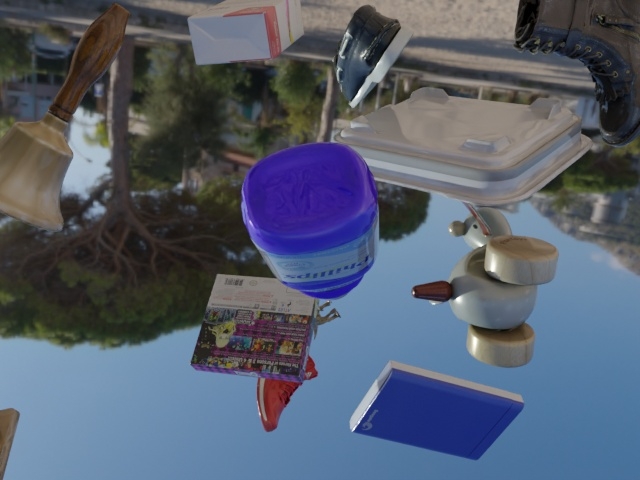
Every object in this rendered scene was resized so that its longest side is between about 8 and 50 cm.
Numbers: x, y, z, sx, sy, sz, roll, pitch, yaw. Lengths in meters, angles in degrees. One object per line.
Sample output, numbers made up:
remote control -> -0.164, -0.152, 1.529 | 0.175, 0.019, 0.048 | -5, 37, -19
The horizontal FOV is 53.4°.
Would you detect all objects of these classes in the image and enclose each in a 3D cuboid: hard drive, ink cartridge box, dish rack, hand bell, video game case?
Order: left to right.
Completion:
hand bell -> -0.274, -0.144, 0.682 | 0.126, 0.242, 0.126 | 31, 180, 0
ink cartridge box -> -0.095, -0.313, 0.923 | 0.115, 0.067, 0.198 | 1, -150, 17
video game case -> -0.127, 0.173, 1.297 | 0.232, 0.042, 0.210 | 3, -122, 15
hard drive -> 0.252, 0.379, 1.396 | 0.319, 0.210, 0.040 | 17, -147, -14
dish rack -> 0.199, -0.159, 0.946 | 0.333, 0.072, 0.285 | 18, -143, 40

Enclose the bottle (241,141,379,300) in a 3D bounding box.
bottle -> 0.000, 0.000, 0.649 | 0.118, 0.092, 0.283 | -12, 162, 1

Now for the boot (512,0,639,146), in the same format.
boot -> 0.366, -0.270, 0.903 | 0.229, 0.263, 0.091 | -1, -173, -25

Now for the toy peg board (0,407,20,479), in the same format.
toy peg board -> -0.467, 0.277, 0.755 | 0.161, 0.079, 0.160 | -15, -132, 12

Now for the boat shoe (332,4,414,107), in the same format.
boat shoe -> 0.069, -0.300, 1.035 | 0.091, 0.114, 0.302 | 36, 171, -5

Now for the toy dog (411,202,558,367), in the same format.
toy dog -> 0.201, 0.039, 0.871 | 0.161, 0.220, 0.334 | 7, 180, 3

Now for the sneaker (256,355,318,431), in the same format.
sneaker -> -0.070, 0.319, 1.422 | 0.128, 0.087, 0.221 | -7, -136, 5

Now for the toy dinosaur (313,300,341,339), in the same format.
toy dinosaur -> -0.007, 0.171, 1.408 | 0.092, 0.053, 0.183 | -31, 164, -1
